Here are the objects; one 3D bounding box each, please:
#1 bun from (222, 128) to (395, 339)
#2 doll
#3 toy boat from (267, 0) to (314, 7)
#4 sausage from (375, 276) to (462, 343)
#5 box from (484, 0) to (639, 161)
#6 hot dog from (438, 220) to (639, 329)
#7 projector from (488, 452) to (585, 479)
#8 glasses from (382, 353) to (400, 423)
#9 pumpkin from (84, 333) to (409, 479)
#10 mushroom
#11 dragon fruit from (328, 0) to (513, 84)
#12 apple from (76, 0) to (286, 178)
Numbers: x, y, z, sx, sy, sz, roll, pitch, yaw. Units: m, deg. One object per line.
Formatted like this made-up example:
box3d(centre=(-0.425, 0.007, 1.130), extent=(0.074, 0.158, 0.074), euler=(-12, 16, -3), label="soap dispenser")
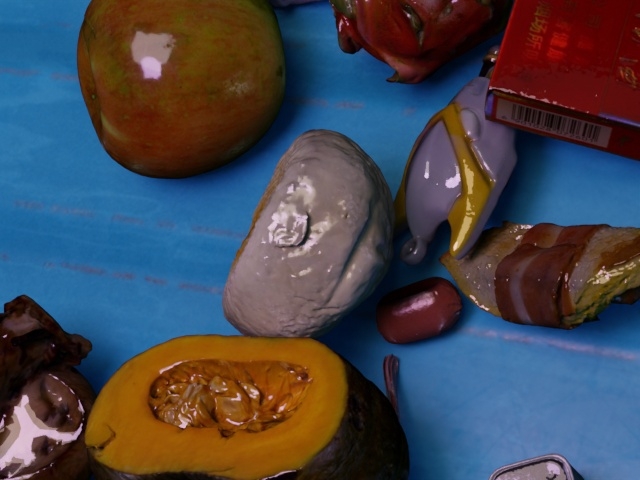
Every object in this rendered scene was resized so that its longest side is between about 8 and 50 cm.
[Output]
box3d(centre=(0.000, 0.000, 1.591), extent=(0.153, 0.244, 0.244), euler=(21, 77, -6), label="bun")
box3d(centre=(0.171, -0.109, 1.633), extent=(0.145, 0.103, 0.316), euler=(24, 75, 37), label="doll")
box3d(centre=(-0.118, -0.329, 1.825), extent=(0.283, 0.127, 0.078), euler=(8, 73, 29), label="toy boat")
box3d(centre=(0.103, 0.074, 1.617), extent=(0.094, 0.059, 0.054), euler=(-19, 107, 15), label="sausage")
box3d(centre=(0.340, -0.180, 1.545), extent=(0.313, 0.089, 0.197), euler=(16, 72, 8), label="box")
box3d(centre=(0.240, 0.039, 1.543), extent=(0.123, 0.093, 0.261), euler=(-35, 24, -33), label="hot dog")
box3d(centre=(0.213, 0.257, 1.485), extent=(0.083, 0.082, 0.083), euler=(-18, 64, 14), label="projector")
box3d(centre=(-0.027, 0.239, 1.573), extent=(0.234, 0.118, 0.268), euler=(-8, 68, 21), label="glasses")
box3d(centre=(-0.081, 0.211, 1.508), extent=(0.317, 0.139, 0.222), euler=(4, 48, 26), label="pumpkin")
box3d(centre=(-0.358, 0.192, 1.682), extent=(0.263, 0.195, 0.283), euler=(47, 108, 22), label="mushroom")
box3d(centre=(0.109, -0.283, 1.644), extent=(0.200, 0.269, 0.198), euler=(0, 73, -3), label="dragon fruit")
box3d(centre=(-0.152, -0.190, 1.754), extent=(0.226, 0.246, 0.246), euler=(-11, 63, -14), label="apple")
